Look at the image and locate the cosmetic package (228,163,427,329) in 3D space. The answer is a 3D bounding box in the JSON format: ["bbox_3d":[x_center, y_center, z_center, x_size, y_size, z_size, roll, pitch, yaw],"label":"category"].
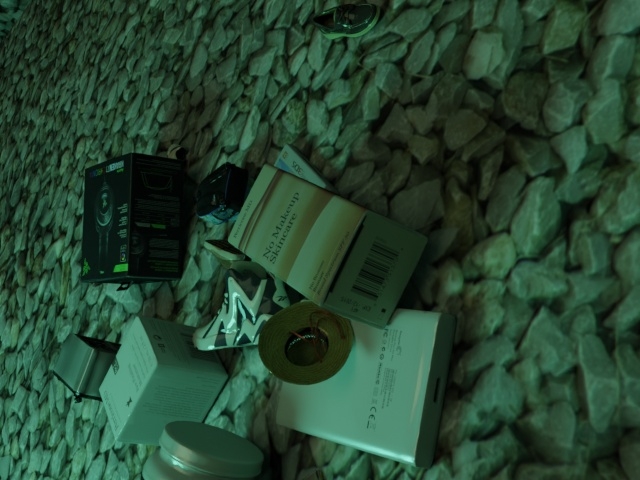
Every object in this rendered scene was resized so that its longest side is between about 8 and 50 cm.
[{"bbox_3d":[0.000,0.000,1.187,0.296,0.129,0.153,27,93,55],"label":"cosmetic package"}]

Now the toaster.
[{"bbox_3d":[-0.446,0.274,1.658,0.185,0.168,0.110,16,87,54],"label":"toaster"}]

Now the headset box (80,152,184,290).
[{"bbox_3d":[-0.419,-0.029,1.752,0.246,0.131,0.283,-6,81,50],"label":"headset box"}]

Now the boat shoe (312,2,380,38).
[{"bbox_3d":[0.043,-0.392,1.411,0.152,0.049,0.056,-2,74,51],"label":"boat shoe"}]

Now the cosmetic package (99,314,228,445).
[{"bbox_3d":[-0.296,0.266,1.483,0.184,0.151,0.151,-60,37,16],"label":"cosmetic package"}]

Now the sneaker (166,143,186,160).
[{"bbox_3d":[-0.337,-0.169,1.810,0.043,0.040,0.109,9,83,51],"label":"sneaker"}]

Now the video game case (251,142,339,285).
[{"bbox_3d":[-0.067,-0.044,1.429,0.212,0.023,0.193,-59,38,16],"label":"video game case"}]

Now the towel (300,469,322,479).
[{"bbox_3d":[-0.020,0.390,1.200,0.083,0.009,0.060,-45,45,32],"label":"towel"}]

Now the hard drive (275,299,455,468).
[{"bbox_3d":[0.056,0.196,1.159,0.307,0.040,0.203,0,75,52],"label":"hard drive"}]

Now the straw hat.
[{"bbox_3d":[-0.020,0.164,1.174,0.061,0.144,0.145,90,168,-53],"label":"straw hat"}]

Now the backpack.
[{"bbox_3d":[-0.186,-0.083,1.543,0.114,0.084,0.105,-23,53,43],"label":"backpack"}]

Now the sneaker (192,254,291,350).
[{"bbox_3d":[-0.139,0.107,1.373,0.235,0.094,0.153,-15,78,48],"label":"sneaker"}]

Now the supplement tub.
[{"bbox_3d":[-0.211,0.448,1.267,0.191,0.191,0.272,20,91,53],"label":"supplement tub"}]

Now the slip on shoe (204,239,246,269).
[{"bbox_3d":[-0.185,0.029,1.533,0.135,0.051,0.041,22,110,49],"label":"slip on shoe"}]
